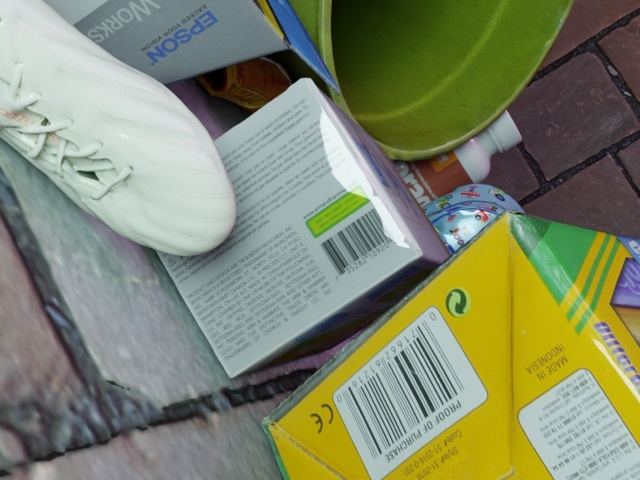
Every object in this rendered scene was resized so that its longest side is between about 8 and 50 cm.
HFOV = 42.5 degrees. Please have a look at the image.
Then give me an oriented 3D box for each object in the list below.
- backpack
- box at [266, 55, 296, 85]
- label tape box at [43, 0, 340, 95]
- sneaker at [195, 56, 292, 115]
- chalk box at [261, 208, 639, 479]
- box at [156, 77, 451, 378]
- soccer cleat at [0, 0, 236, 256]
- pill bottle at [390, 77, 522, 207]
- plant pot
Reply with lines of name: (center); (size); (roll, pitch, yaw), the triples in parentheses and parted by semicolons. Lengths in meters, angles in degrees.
backpack: (0.136, 0.035, 0.807); (0.158, 0.173, 0.117); (57, 11, -5)
box: (0.042, -0.157, 1.103); (0.261, 0.103, 0.184); (51, 16, -28)
label tape box: (-0.141, -0.222, 0.505); (0.334, 0.106, 0.240); (41, 20, -56)
sneaker: (-0.078, -0.142, 0.716); (0.175, 0.064, 0.067); (37, 45, -50)
chalk box: (0.153, 0.119, 0.420); (0.289, 0.180, 0.179); (8, 47, -45)
box: (0.000, 0.000, 0.482); (0.103, 0.114, 0.203); (58, 11, 11)
soccer cleat: (-0.113, -0.061, 0.322); (0.196, 0.068, 0.076); (48, 18, -12)
pill bottle: (0.114, -0.093, 0.943); (0.121, 0.216, 0.121); (53, 12, -17)
plant pot: (0.026, -0.320, 0.827); (0.353, 0.366, 0.366); (36, -3, 37)
